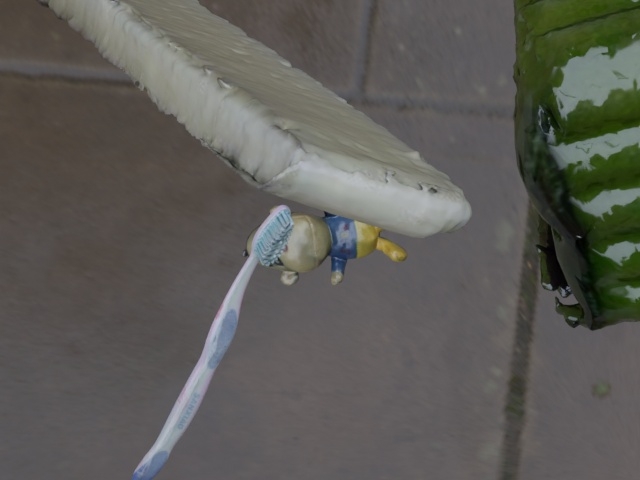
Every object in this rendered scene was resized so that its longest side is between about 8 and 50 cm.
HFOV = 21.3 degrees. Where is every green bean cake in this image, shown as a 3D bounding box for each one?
[{"bbox_3d":[0.271,-0.123,1.518,0.218,0.335,0.319,-13,122,11],"label":"green bean cake"}]

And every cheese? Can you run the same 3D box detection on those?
[{"bbox_3d":[-0.050,-0.078,0.772,0.085,0.400,0.034,9,106,-24],"label":"cheese"}]

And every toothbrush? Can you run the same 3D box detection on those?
[{"bbox_3d":[-0.084,0.086,1.293,0.021,0.027,0.269,18,116,-24],"label":"toothbrush"}]

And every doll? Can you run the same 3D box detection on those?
[{"bbox_3d":[0.000,0.000,1.858,0.179,0.089,0.102,-9,96,14],"label":"doll"}]
